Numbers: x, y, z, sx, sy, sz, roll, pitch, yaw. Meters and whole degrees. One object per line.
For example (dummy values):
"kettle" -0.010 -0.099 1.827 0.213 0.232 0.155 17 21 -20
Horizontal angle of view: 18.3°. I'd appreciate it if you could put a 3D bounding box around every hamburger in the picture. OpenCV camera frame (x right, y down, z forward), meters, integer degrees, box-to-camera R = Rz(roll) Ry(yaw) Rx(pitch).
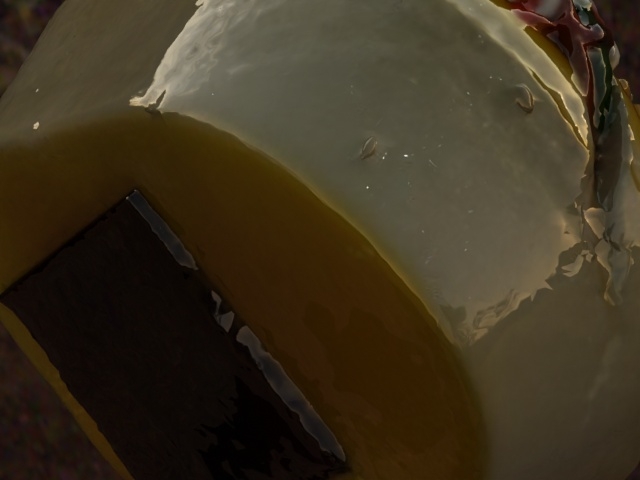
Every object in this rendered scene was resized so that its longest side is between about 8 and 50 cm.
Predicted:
"hamburger" 0.000 0.000 0.686 0.151 0.227 0.295 -38 19 -34
